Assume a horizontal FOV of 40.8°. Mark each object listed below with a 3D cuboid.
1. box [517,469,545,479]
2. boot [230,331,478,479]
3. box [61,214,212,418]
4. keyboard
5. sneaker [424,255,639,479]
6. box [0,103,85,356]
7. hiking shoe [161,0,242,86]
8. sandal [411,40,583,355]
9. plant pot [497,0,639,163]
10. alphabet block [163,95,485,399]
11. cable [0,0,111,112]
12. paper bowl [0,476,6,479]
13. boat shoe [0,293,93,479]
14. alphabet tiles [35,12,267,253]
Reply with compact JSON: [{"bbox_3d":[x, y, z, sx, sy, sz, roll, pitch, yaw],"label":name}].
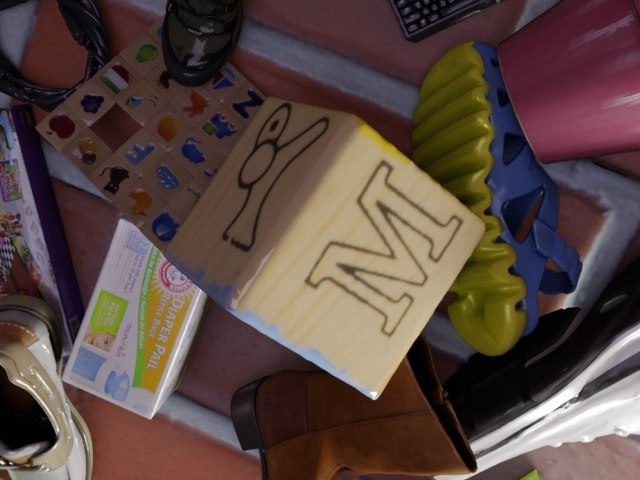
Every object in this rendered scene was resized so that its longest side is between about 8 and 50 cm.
[{"bbox_3d":[0.183,0.339,0.959,0.178,0.109,0.042,-36,98,13],"label":"box"},{"bbox_3d":[0.053,0.243,0.913,0.281,0.096,0.264,-22,84,41],"label":"boot"},{"bbox_3d":[-0.190,0.075,0.964,0.114,0.103,0.203,23,103,3],"label":"box"},{"bbox_3d":[0.151,-0.289,0.885,0.180,0.023,0.108,-24,97,11],"label":"keyboard"},{"bbox_3d":[0.325,0.184,0.879,0.448,0.169,0.257,-36,100,19],"label":"sneaker"},{"bbox_3d":[-0.403,0.004,1.006,0.201,0.057,0.293,-10,100,9],"label":"box"},{"bbox_3d":[-0.117,-0.270,0.872,0.086,0.114,0.226,18,96,6],"label":"hiking shoe"},{"bbox_3d":[0.186,-0.048,0.893,0.138,0.126,0.317,-11,93,-27],"label":"sandal"},{"bbox_3d":[0.275,-0.163,0.811,0.180,0.201,0.201,-20,98,23],"label":"plant pot"},{"bbox_3d":[0.000,0.000,0.826,0.193,0.192,0.197,36,87,-32],"label":"alphabet block"},{"bbox_3d":[-0.307,-0.223,0.958,0.185,0.047,0.150,23,99,8],"label":"cable"},{"bbox_3d":[-0.389,0.363,0.987,0.284,0.284,0.148,34,60,1],"label":"paper bowl"},{"bbox_3d":[-0.336,0.213,0.978,0.113,0.103,0.302,-1,121,4],"label":"boat shoe"},{"bbox_3d":[-0.147,-0.106,0.913,0.237,0.009,0.198,44,77,6],"label":"alphabet tiles"}]
